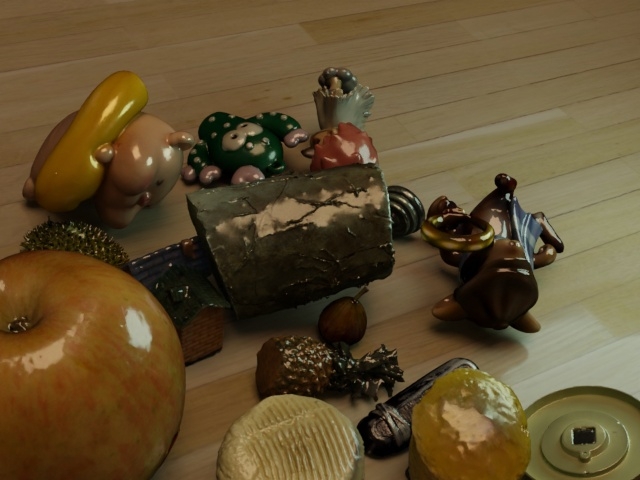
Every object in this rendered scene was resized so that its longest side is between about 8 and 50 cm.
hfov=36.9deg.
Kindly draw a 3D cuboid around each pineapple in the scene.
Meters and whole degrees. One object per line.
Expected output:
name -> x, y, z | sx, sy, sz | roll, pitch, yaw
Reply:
pineapple -> 0.022, 0.217, 1.596 | 0.251, 0.125, 0.125 | 4, 41, -24

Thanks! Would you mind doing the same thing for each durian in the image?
durian -> -0.447, 0.017, 1.710 | 0.220, 0.095, 0.137 | 23, 41, 22

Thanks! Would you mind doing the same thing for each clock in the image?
clock -> 0.425, 0.321, 1.541 | 0.235, 0.029, 0.235 | -14, 33, 9

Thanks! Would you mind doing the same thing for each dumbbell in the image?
dumbbell -> 0.111, -0.012, 1.871 | 0.110, 0.110, 0.254 | 30, 51, 20

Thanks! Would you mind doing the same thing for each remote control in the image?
remote control -> 0.169, 0.270, 1.587 | 0.265, 0.066, 0.090 | -24, 51, -34

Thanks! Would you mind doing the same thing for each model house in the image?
model house -> -0.248, 0.092, 1.611 | 0.166, 0.172, 0.183 | -20, 51, -33

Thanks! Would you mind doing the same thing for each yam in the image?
yam -> -0.049, -0.007, 1.675 | 0.348, 0.241, 0.241 | -13, 44, -3

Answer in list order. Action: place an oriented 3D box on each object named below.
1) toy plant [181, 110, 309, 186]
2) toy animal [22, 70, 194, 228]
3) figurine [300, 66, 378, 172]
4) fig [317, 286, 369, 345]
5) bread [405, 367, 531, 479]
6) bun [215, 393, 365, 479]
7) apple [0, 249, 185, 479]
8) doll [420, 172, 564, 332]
toy plant -> -0.159, -0.189, 1.987 | 0.243, 0.113, 0.233 | 10, 50, 24
toy animal -> -0.394, -0.120, 1.795 | 0.247, 0.345, 0.278 | 36, 50, -24
figurine -> 0.039, -0.190, 2.006 | 0.166, 0.207, 0.387 | -5, 55, 9
fig -> 0.046, 0.127, 1.674 | 0.088, 0.125, 0.089 | 10, 41, -9
bread -> 0.223, 0.310, 1.469 | 0.197, 0.170, 0.197 | 6, 53, -8
bun -> -0.043, 0.342, 1.408 | 0.220, 0.134, 0.220 | 3, 47, -3
apple -> -0.382, 0.198, 1.334 | 0.391, 0.347, 0.391 | 2, 43, -2
doll -> 0.325, 0.014, 1.800 | 0.317, 0.209, 0.340 | 21, 37, -4
